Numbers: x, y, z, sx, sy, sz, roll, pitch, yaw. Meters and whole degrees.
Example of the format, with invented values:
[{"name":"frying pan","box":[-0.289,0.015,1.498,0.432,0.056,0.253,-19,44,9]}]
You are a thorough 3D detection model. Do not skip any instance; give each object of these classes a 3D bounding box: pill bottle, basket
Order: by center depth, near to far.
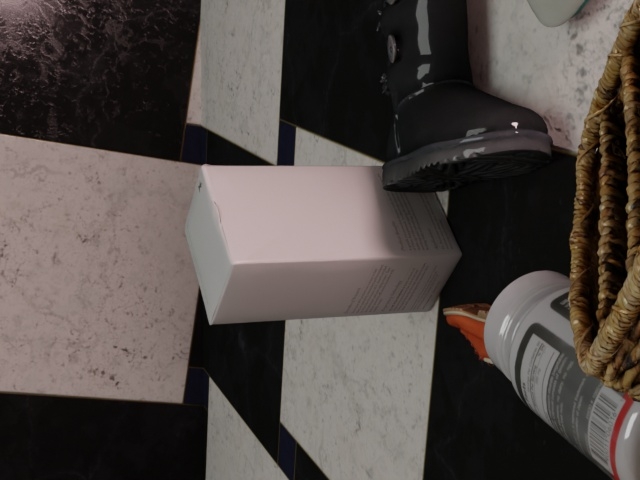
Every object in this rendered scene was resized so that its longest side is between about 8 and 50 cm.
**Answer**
[{"name":"basket","box":[0.280,-0.023,0.903,0.213,0.223,0.299,-34,36,46]},{"name":"pill bottle","box":[0.303,0.143,1.106,0.283,0.161,0.161,-138,50,-61]}]

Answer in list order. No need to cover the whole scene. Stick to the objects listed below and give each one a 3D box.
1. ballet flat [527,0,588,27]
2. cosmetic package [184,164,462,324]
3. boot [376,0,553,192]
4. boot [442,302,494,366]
[{"name":"ballet flat","box":[0.281,-0.400,1.119,0.400,0.139,0.139,115,146,-49]},{"name":"cosmetic package","box":[0.000,0.000,1.570,0.155,0.365,0.197,113,148,-46]},{"name":"boot","box":[0.179,-0.306,1.428,0.367,0.146,0.445,172,100,-66]},{"name":"boot","box":[0.221,0.130,1.451,0.158,0.059,0.084,-170,74,-66]}]
